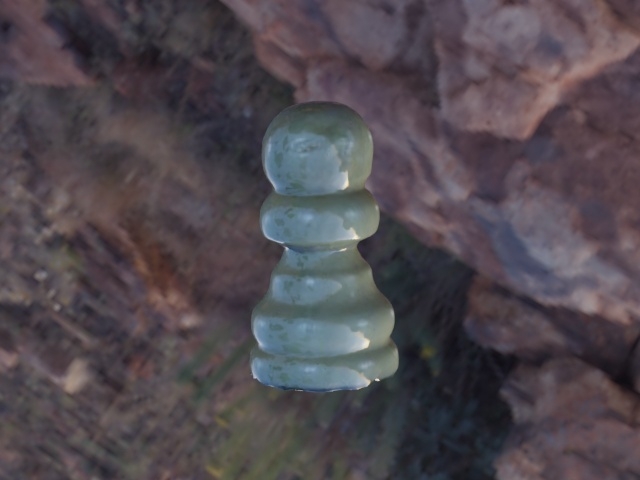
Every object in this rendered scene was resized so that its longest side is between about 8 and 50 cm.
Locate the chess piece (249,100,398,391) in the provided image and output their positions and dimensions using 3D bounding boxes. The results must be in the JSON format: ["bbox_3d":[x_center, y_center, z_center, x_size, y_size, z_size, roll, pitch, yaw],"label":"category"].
[{"bbox_3d":[0.000,0.000,1.263,0.133,0.133,0.243,8,104,43],"label":"chess piece"}]
